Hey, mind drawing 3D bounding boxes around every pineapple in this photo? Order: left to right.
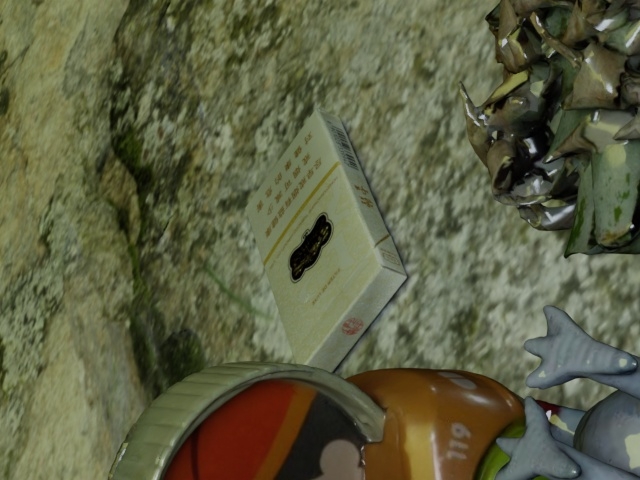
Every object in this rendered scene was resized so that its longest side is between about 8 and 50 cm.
[{"bbox_3d":[0.134,-0.126,0.916,0.262,0.262,0.272,-16,81,54],"label":"pineapple"}]

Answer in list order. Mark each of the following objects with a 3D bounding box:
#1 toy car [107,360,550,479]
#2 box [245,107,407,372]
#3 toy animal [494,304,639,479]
[{"bbox_3d":[-0.005,0.154,0.905,0.145,0.235,0.235,-4,68,58],"label":"toy car"},{"bbox_3d":[0.000,0.000,1.190,0.090,0.024,0.167,-53,33,25],"label":"box"},{"bbox_3d":[0.151,0.085,0.758,0.255,0.176,0.239,22,86,54],"label":"toy animal"}]
